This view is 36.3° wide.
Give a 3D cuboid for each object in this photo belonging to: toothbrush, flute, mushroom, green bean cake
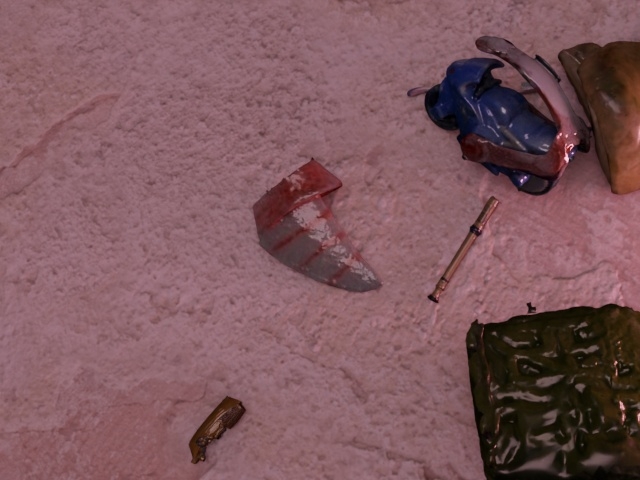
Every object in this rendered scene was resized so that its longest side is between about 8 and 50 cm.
[{"bbox_3d":[0.305,-0.298,1.926,0.269,0.021,0.027,0,66,11],"label":"toothbrush"},{"bbox_3d":[0.274,0.016,1.865,0.027,0.027,0.233,31,86,16],"label":"flute"},{"bbox_3d":[0.584,-0.266,1.780,0.217,0.212,0.292,-21,67,11],"label":"mushroom"},{"bbox_3d":[0.419,0.274,1.657,0.319,0.218,0.335,-10,63,6],"label":"green bean cake"}]

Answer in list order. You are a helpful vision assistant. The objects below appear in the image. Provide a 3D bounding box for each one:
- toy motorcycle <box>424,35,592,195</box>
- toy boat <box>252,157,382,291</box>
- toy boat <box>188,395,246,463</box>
[{"bbox_3d":[0.353,-0.242,1.819,0.319,0.182,0.241,40,115,16],"label":"toy motorcycle"},{"bbox_3d":[0.000,0.000,1.908,0.206,0.096,0.282,-38,86,9],"label":"toy boat"},{"bbox_3d":[-0.203,0.365,1.879,0.049,0.047,0.149,38,87,16],"label":"toy boat"}]
